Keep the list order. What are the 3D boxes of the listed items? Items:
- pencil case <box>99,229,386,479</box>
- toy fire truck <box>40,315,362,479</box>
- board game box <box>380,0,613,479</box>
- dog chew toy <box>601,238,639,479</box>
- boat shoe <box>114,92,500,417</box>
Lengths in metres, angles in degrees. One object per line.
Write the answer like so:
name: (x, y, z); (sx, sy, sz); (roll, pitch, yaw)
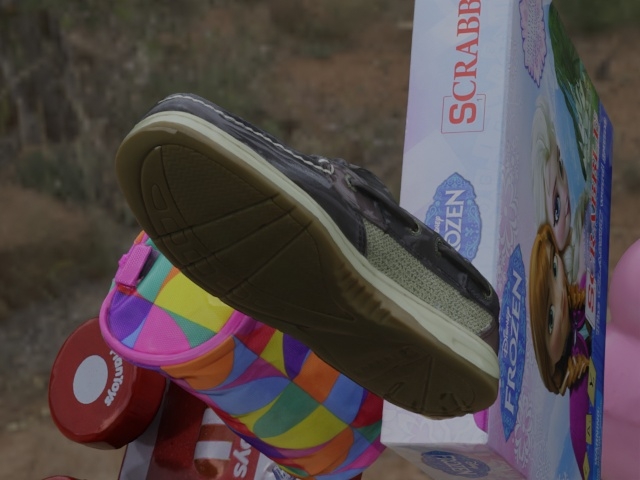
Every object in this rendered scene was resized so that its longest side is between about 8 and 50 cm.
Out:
pencil case: (-0.034, 0.066, 0.978); (0.104, 0.236, 0.104); (-9, 62, 18)
toy fire truck: (-0.080, 0.192, 1.280); (0.254, 0.302, 0.169); (2, -17, 43)
board game box: (0.127, 0.012, 1.120); (0.065, 0.318, 0.319); (-2, 71, 20)
dog chew toy: (0.353, 0.078, 1.601); (0.206, 0.332, 0.206); (12, 11, -2)
boat shoe: (0.001, 0.000, 0.785); (0.080, 0.223, 0.073); (-27, 36, 40)
